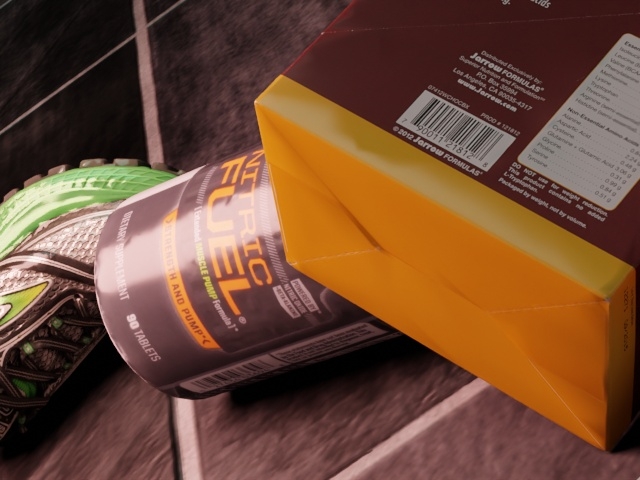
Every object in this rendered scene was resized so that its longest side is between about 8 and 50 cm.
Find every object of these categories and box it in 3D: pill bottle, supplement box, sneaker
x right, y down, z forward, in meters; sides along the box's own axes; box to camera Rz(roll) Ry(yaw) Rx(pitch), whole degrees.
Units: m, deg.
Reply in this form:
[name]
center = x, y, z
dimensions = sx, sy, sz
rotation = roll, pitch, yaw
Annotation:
[pill bottle]
center = 0.000, 0.000, 1.117
dimensions = 0.246, 0.130, 0.130
rotation = -21, 28, 37
[supplement box]
center = 0.108, -0.048, 0.930
dimensions = 0.191, 0.129, 0.194
rotation = 30, 64, 25
[sneaker]
center = -0.194, 0.066, 1.335
dimensions = 0.343, 0.134, 0.146
rotation = -28, 49, 14

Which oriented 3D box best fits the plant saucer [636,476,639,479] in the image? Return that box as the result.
[plant saucer]
center = 0.164, 0.114, 0.787
dimensions = 0.119, 0.021, 0.119
rotation = -32, 22, 15
